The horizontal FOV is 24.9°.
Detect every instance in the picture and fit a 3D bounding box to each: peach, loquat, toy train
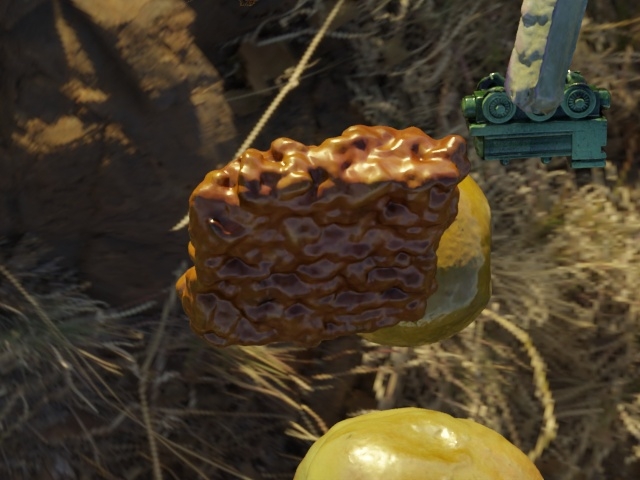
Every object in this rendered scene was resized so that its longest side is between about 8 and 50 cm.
[{"bbox_3d":[0.089,0.250,1.239,0.235,0.214,0.214,3,88,-1],"label":"peach"},{"bbox_3d":[0.103,0.005,1.952,0.275,0.275,0.275,0,89,-14],"label":"loquat"},{"bbox_3d":[0.246,-0.134,1.653,0.170,0.071,0.111,-3,110,0],"label":"toy train"}]

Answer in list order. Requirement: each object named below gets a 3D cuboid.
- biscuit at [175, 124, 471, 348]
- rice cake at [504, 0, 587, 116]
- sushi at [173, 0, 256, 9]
[{"bbox_3d":[0.000,0.000,1.624,0.318,0.312,0.110,-3,53,-10],"label":"biscuit"},{"bbox_3d":[0.161,-0.187,0.956,0.043,0.034,0.211,8,97,-47],"label":"rice cake"},{"bbox_3d":[-0.029,-0.313,1.672,0.231,0.219,0.047,-22,102,26],"label":"sushi"}]
